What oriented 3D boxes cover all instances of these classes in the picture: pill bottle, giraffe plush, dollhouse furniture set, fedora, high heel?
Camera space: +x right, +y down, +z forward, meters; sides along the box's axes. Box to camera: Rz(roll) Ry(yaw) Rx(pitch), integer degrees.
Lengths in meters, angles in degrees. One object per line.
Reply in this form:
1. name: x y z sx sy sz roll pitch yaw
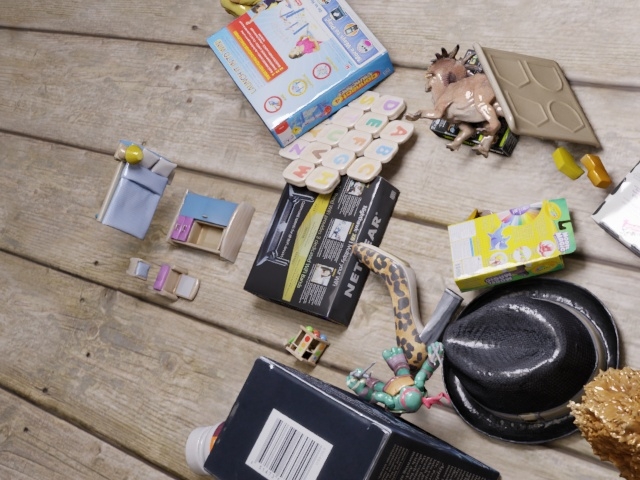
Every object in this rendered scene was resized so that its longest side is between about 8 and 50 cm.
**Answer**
1. pill bottle: -0.154 0.417 1.977 0.221 0.121 0.121 -9 66 33
2. giraffe plush: -0.147 -0.503 2.374 0.210 0.181 0.170 11 87 4
3. dollhouse furniture set: -0.346 -0.035 2.198 0.198 0.303 0.286 13 78 40
4. fedora: 0.332 0.187 1.701 0.334 0.152 0.334 -15 62 30
5. high heel: 0.125 0.127 1.902 0.261 0.093 0.186 33 97 30

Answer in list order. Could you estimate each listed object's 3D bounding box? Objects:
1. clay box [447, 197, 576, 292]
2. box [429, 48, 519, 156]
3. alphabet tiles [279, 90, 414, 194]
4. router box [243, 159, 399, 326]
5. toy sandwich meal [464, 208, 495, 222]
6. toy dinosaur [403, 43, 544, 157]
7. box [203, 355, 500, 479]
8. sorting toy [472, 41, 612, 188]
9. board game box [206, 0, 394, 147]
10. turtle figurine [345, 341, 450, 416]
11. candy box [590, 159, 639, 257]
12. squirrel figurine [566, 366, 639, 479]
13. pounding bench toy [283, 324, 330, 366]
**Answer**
1. clay box: 0.348 0.008 1.803 0.222 0.053 0.127 -14 53 17
2. box: 0.333 -0.277 1.975 0.184 0.045 0.190 22 83 38
3. alphabet tiles: 0.050 -0.213 2.101 0.278 0.021 0.284 22 62 42
4. router box: 0.000 0.000 2.073 0.243 0.081 0.309 16 80 40
5. toy sandwich meal: 0.301 -0.023 1.896 0.086 0.029 0.085 -15 62 31
6. toy dinosaur: 0.295 -0.280 1.902 0.296 0.127 0.200 14 72 33
7. box: 0.062 0.384 1.653 0.293 0.395 0.212 23 84 40
8. sorting toy: 0.401 -0.221 1.791 0.041 0.229 0.307 -50 45 41
9. board game box: -0.048 -0.409 2.196 0.302 0.086 0.308 -34 63 0
10. turtle figurine: 0.131 0.245 1.718 0.175 0.234 0.118 -14 93 -11
11. candy box: 0.597 -0.075 1.674 0.233 0.071 0.159 -49 51 7
12. squirrel figurine: 0.555 0.251 1.364 0.397 0.370 0.281 -27 57 24
13. pounding bench toy: -0.033 0.205 2.026 0.083 0.052 0.065 33 91 41
